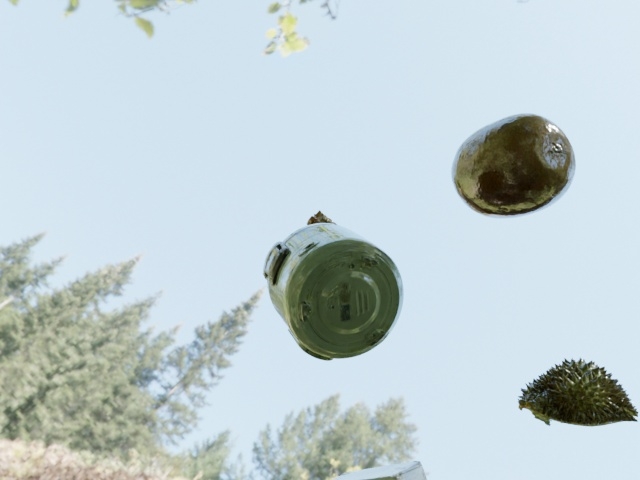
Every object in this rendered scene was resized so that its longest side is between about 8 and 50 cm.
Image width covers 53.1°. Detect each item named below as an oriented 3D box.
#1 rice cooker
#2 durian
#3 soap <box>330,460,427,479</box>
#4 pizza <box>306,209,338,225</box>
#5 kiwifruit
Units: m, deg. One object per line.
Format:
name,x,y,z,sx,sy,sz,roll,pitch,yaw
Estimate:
rice cooker,0.016,0.084,1.140,0.226,0.226,0.244,67,-8,-19
durian,0.362,0.228,0.956,0.146,0.208,0.102,-11,-102,60
soap,0.099,0.462,1.196,0.183,0.121,0.064,-21,-106,32
pizza,0.000,0.001,1.505,0.175,0.046,0.134,-25,-93,40
kiwifruit,0.354,-0.135,1.206,0.234,0.196,0.196,-10,-66,59
